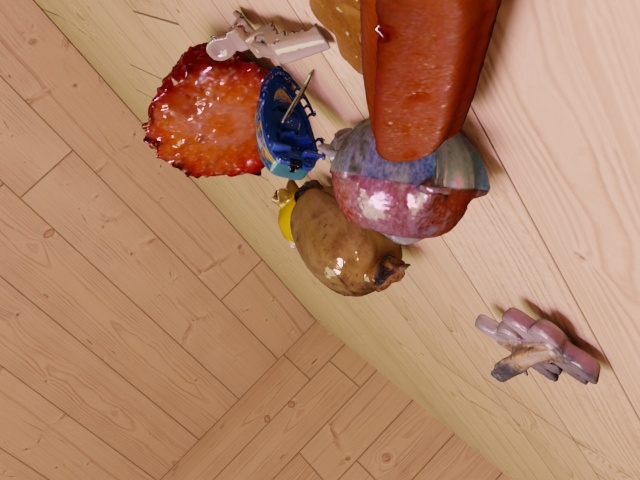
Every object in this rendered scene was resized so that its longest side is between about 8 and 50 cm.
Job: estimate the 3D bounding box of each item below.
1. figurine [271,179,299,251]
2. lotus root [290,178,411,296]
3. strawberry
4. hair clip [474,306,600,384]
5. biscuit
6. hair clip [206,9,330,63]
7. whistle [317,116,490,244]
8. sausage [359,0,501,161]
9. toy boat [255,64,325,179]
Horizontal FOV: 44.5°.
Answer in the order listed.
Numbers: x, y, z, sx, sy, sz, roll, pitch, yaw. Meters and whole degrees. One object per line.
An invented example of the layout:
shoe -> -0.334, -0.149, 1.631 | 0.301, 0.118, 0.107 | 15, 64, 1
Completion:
figurine -> 0.009, -0.012, 1.450 | 0.234, 0.127, 0.185 | 35, -175, 5
lotus root -> 0.042, 0.003, 1.276 | 0.154, 0.140, 0.257 | 0, -141, -41
strawberry -> -0.142, -0.211, 1.153 | 0.234, 0.234, 0.178 | 55, -163, -49
hair clip -> 0.284, 0.147, 1.051 | 0.146, 0.075, 0.257 | 42, 164, 4
biscuit -> 0.031, -0.211, 0.697 | 0.184, 0.027, 0.133 | 53, 168, -34
hair clip -> -0.066, -0.229, 0.915 | 0.034, 0.072, 0.226 | 48, 170, -37
whistle -> 0.069, -0.078, 0.839 | 0.346, 0.142, 0.133 | -137, 30, -74
sausage -> 0.073, -0.153, 0.551 | 0.102, 0.102, 0.330 | 43, 170, 15
toy boat -> -0.033, -0.172, 0.994 | 0.091, 0.110, 0.175 | 12, -133, -30
